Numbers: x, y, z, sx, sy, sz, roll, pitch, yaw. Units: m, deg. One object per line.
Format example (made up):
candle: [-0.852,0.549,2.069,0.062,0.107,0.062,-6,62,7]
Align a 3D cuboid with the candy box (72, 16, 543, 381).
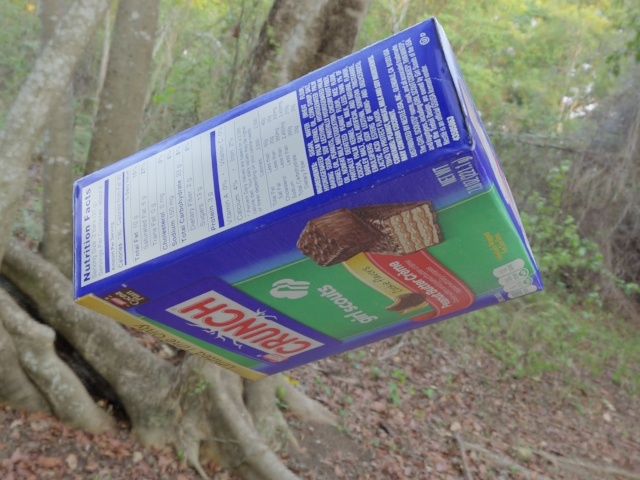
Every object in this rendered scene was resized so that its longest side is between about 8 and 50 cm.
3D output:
candy box: [0.000,0.000,0.545,0.317,0.122,0.268,-20,-31,20]
